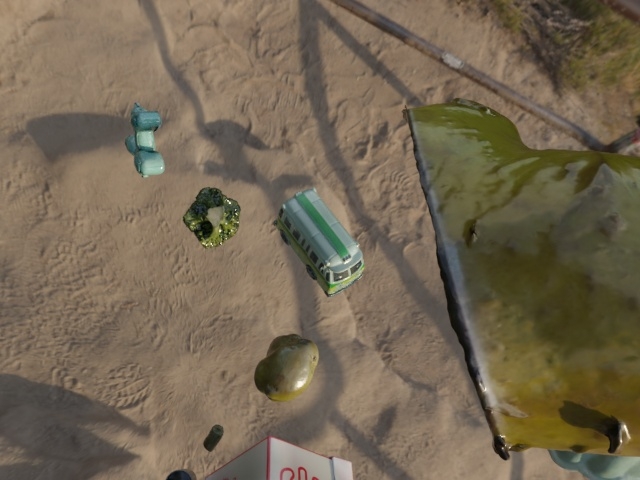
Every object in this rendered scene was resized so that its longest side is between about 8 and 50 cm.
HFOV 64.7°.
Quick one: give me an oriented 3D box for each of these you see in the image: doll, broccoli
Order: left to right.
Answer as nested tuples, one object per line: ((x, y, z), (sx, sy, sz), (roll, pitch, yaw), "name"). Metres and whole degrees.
((-0.353, -0.191, 1.010), (0.059, 0.158, 0.159), (-10, 120, -25), "doll")
((-0.289, -0.057, 1.364), (0.146, 0.138, 0.162), (28, 82, -12), "broccoli")

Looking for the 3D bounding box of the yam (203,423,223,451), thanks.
((-0.323, 0.596, 1.523), (0.043, 0.094, 0.043), (26, 27, -15), "yam")

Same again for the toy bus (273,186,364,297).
((0.000, 0.000, 1.371), (0.134, 0.164, 0.276), (-32, 72, -20), "toy bus")

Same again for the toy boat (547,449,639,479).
((0.412, 0.192, 0.654), (0.291, 0.100, 0.199), (-19, 53, 2), "toy boat")

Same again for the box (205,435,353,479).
((-0.110, 0.738, 1.303), (0.300, 0.314, 0.312), (33, 31, -29), "box")

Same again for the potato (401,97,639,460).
((0.267, 0.008, 0.502), (0.296, 0.289, 0.396), (-14, 44, 15), "potato")

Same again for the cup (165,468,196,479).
((-0.385, 0.694, 1.423), (0.078, 0.077, 0.100), (-28, 73, -8), "cup")

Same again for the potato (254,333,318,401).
((-0.094, 0.361, 1.444), (0.137, 0.155, 0.200), (42, 64, -21), "potato")
